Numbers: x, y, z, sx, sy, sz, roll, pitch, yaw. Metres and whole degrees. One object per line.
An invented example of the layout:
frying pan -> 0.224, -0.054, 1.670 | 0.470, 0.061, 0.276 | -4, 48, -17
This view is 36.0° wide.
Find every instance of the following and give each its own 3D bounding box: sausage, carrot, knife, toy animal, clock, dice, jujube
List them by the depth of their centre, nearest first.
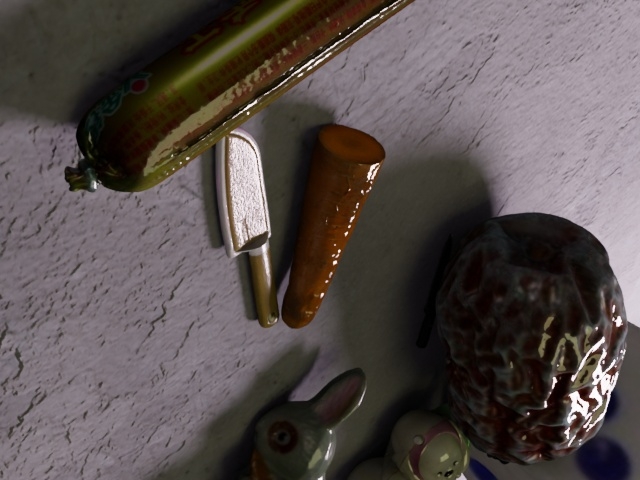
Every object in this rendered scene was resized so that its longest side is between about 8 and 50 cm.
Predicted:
sausage -> -0.025, -0.145, 0.689 | 0.371, 0.082, 0.082 | -38, 145, -17
knife -> -0.060, -0.002, 0.833 | 0.046, 0.022, 0.256 | -31, 142, -22
carrot -> 0.000, 0.000, 0.876 | 0.061, 0.061, 0.209 | -17, 138, -40
toy animal -> -0.035, 0.236, 1.046 | 0.138, 0.108, 0.236 | -164, -91, -82
jujube -> 0.236, 0.119, 1.121 | 0.226, 0.226, 0.317 | -32, 139, -26
knife -> 0.131, 0.062, 1.133 | 0.023, 0.010, 0.170 | -27, 139, -41
clock -> 0.112, 0.294, 1.254 | 0.231, 0.103, 0.144 | -51, 155, 4
dice -> 0.366, 0.283, 1.359 | 0.277, 0.304, 0.304 | -39, 146, -18
